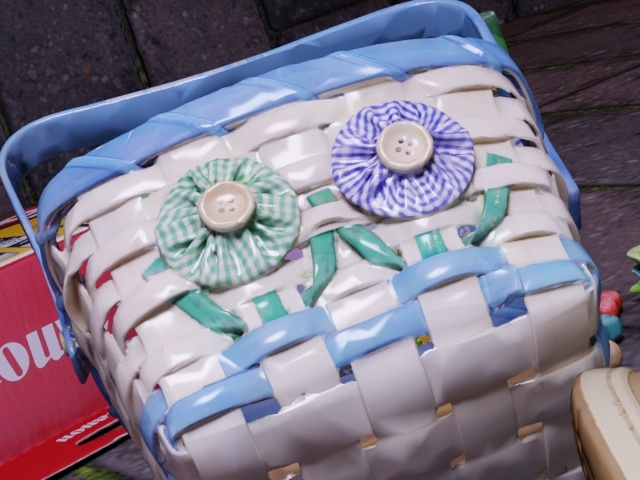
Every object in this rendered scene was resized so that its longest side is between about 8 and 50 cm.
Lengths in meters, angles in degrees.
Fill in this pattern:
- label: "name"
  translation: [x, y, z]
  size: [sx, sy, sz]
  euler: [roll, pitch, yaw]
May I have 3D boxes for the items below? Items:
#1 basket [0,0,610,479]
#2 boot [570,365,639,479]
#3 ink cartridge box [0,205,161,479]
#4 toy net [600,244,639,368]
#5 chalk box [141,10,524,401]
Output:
- label: "basket"
  translation: [0.000, 0.000, 0.722]
  size: [0.255, 0.201, 0.289]
  euler: [-21, 39, -7]
- label: "boot"
  translation: [0.183, 0.063, 0.452]
  size: [0.203, 0.095, 0.262]
  euler: [-14, -8, 14]
- label: "ink cartridge box"
  translation: [-0.221, 0.072, 1.085]
  size: [0.272, 0.130, 0.309]
  euler: [-6, 15, 45]
- label: "toy net"
  translation: [0.124, 0.044, 0.863]
  size: [0.232, 0.045, 0.122]
  euler: [-21, 11, -14]
- label: "chalk box"
  translation: [-0.007, -0.003, 0.960]
  size: [0.180, 0.179, 0.289]
  euler: [-11, 12, 39]
